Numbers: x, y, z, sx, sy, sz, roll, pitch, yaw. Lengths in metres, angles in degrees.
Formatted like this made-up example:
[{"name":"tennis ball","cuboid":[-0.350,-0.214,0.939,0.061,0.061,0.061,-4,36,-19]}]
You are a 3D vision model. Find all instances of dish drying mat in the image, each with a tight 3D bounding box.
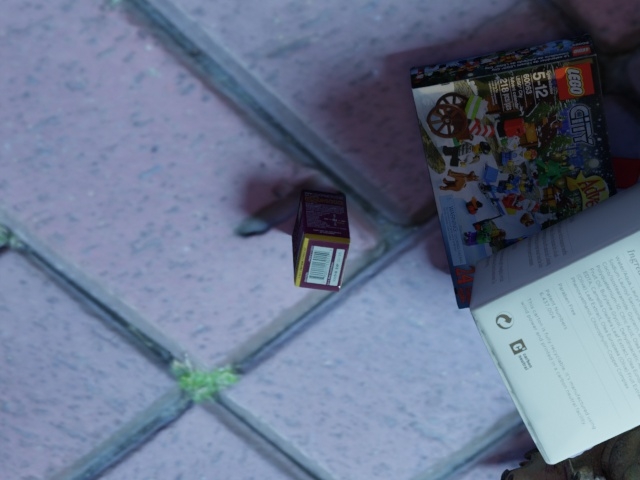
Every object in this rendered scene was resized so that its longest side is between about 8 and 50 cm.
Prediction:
[{"name":"dish drying mat","cuboid":[0.247,-0.062,1.486,0.083,0.008,0.032,4,122,-5]}]

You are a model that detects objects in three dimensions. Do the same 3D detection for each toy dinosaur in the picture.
[{"name":"toy dinosaur","cuboid":[0.313,0.219,1.553,0.200,0.295,0.127,-40,94,-21]}]

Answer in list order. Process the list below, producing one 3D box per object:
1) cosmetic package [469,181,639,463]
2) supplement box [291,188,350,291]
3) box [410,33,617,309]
[{"name":"cosmetic package","cuboid":[0.316,0.019,1.347,0.365,0.197,0.155,-25,96,12]},{"name":"supplement box","cuboid":[0.000,0.000,1.471,0.043,0.083,0.055,7,123,-7]},{"name":"box","cuboid":[0.178,-0.057,1.456,0.159,0.044,0.233,-10,121,8]}]
